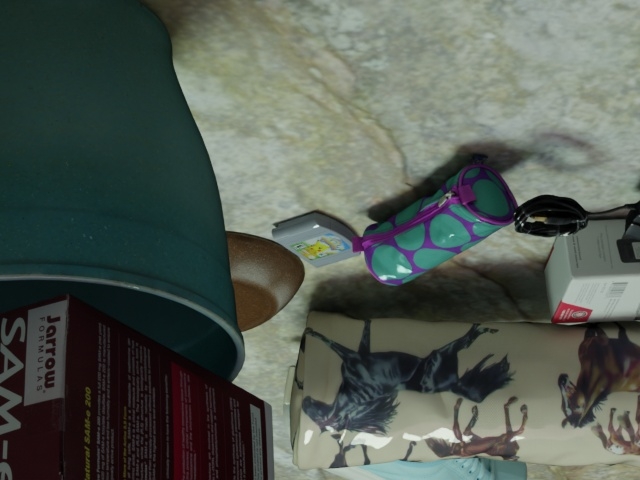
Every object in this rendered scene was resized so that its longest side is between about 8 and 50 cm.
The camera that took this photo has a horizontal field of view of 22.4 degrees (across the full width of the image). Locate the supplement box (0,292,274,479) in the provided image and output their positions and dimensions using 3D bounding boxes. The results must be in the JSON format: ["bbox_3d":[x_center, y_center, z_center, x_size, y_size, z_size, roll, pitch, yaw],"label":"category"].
[{"bbox_3d":[-0.118,0.138,1.039,0.073,0.130,0.239,-16,150,24],"label":"supplement box"}]

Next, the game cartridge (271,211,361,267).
[{"bbox_3d":[0.000,0.000,1.479,0.056,0.017,0.083,-21,149,25],"label":"game cartridge"}]

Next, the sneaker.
[{"bbox_3d":[0.136,0.228,1.826,0.366,0.135,0.150,20,149,-40],"label":"sneaker"}]

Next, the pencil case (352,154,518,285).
[{"bbox_3d":[0.100,-0.014,1.408,0.070,0.064,0.152,13,150,-33],"label":"pencil case"}]

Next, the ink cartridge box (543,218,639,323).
[{"bbox_3d":[0.296,0.028,1.518,0.151,0.063,0.109,-2,154,-4],"label":"ink cartridge box"}]

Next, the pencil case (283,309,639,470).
[{"bbox_3d":[0.162,0.149,1.608,0.410,0.159,0.183,0,170,3],"label":"pencil case"}]

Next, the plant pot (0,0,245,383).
[{"bbox_3d":[-0.193,-0.032,1.120,0.272,0.255,0.271,-3,154,-2],"label":"plant pot"}]

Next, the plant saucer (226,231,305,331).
[{"bbox_3d":[-0.113,0.050,1.545,0.199,0.036,0.198,-2,154,-1],"label":"plant saucer"}]

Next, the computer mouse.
[{"bbox_3d":[0.266,-0.016,1.393,0.242,0.041,0.071,-4,152,-30],"label":"computer mouse"}]
